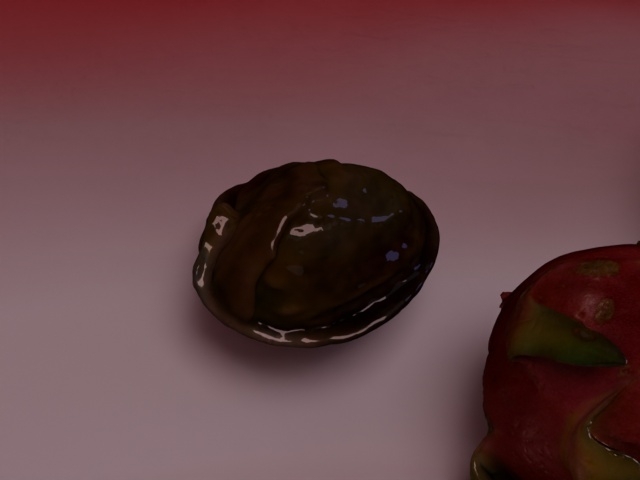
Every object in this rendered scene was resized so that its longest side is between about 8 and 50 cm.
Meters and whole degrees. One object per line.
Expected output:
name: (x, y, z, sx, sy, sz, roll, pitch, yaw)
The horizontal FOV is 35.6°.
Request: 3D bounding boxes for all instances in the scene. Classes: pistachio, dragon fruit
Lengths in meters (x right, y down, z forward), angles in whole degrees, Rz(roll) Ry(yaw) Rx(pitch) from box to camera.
pistachio: (0.000, 0.000, 0.749, 0.210, 0.131, 0.165, -21, 61, -34)
dragon fruit: (0.223, 0.104, 0.675, 0.224, 0.227, 0.224, -3, 96, -32)
